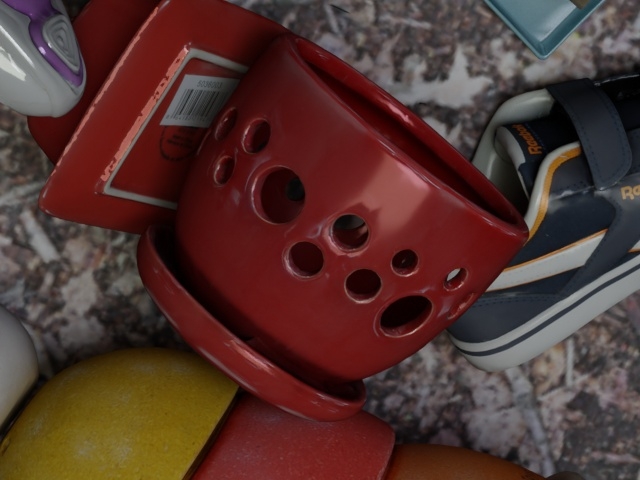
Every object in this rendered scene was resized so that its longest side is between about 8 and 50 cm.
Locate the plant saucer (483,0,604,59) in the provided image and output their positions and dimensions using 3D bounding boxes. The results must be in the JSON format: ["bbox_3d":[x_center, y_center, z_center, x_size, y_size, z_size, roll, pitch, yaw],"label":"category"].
[{"bbox_3d":[0.101,-0.203,1.179,0.067,0.018,0.192,-45,111,7],"label":"plant saucer"}]

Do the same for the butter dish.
[{"bbox_3d":[-0.116,-0.096,1.130,0.160,0.118,0.160,-56,153,12],"label":"butter dish"}]

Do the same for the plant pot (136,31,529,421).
[{"bbox_3d":[0.000,0.000,1.092,0.191,0.191,0.174,35,100,-19],"label":"plant pot"}]

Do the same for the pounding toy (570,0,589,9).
[{"bbox_3d":[0.194,-0.209,1.133,0.100,0.141,0.130,42,81,1],"label":"pounding toy"}]

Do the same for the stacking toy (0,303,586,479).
[{"bbox_3d":[-0.092,0.182,1.176,0.480,0.350,0.351,35,100,1],"label":"stacking toy"}]

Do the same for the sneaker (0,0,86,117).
[{"bbox_3d":[-0.268,-0.151,1.064,0.305,0.114,0.152,37,107,7],"label":"sneaker"}]

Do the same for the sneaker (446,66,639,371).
[{"bbox_3d":[0.196,-0.050,1.190,0.321,0.126,0.127,-36,117,5],"label":"sneaker"}]
